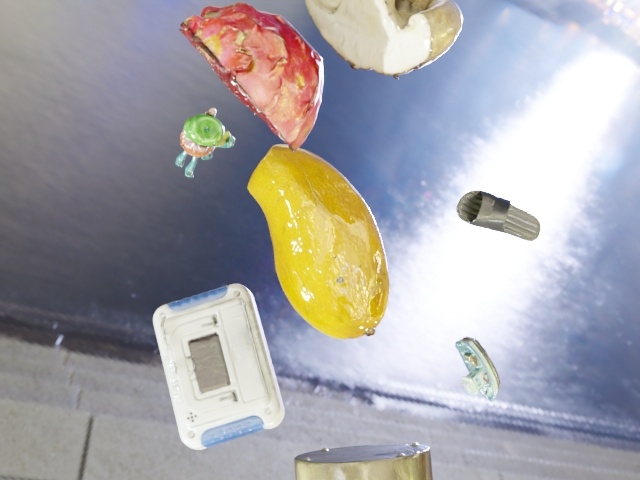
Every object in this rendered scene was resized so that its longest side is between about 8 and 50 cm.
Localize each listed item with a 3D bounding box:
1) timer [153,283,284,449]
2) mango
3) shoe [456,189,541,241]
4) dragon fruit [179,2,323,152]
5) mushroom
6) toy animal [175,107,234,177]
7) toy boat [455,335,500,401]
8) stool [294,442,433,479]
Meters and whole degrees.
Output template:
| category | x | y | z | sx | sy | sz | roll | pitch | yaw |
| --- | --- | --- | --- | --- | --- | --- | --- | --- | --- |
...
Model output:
| category | x | y | z | sx | sy | sz | roll | pitch | yaw |
| --- | --- | --- | --- | --- | --- | --- | --- | --- | --- |
| timer | -0.173 | 0.208 | 1.625 | 0.078 | 0.179 | 0.253 | 75 | -2 | -72 |
| mango | 0.003 | -0.003 | 1.615 | 0.359 | 0.187 | 0.144 | 70 | 17 | 7 |
| shoe | 0.301 | -0.041 | 1.587 | 0.160 | 0.062 | 0.053 | 19 | -8 | -20 |
| dragon fruit | -0.096 | -0.274 | 1.447 | 0.262 | 0.163 | 0.189 | 44 | 62 | 12 |
| mushroom | 0.113 | -0.350 | 1.487 | 0.151 | 0.156 | 0.286 | -28 | 42 | -32 |
| toy animal | -0.227 | -0.191 | 1.909 | 0.103 | 0.100 | 0.208 | 18 | -22 | -12 |
| toy boat | 0.287 | 0.244 | 1.790 | 0.059 | 0.066 | 0.140 | 6 | -48 | 59 |
| stool | 0.064 | 0.399 | 1.235 | 0.179 | 0.264 | 0.179 | -4 | -5 | 0 |
